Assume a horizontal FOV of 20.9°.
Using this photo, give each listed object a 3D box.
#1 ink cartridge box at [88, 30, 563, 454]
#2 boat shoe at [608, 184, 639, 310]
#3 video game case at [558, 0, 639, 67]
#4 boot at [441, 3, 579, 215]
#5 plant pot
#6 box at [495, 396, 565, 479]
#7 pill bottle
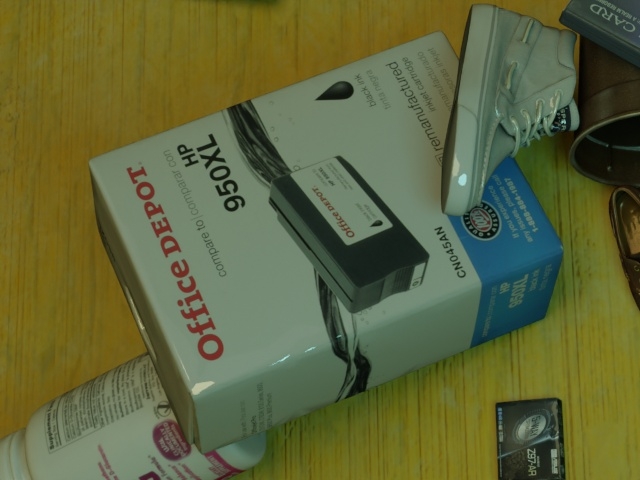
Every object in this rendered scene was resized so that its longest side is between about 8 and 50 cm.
[{"bbox_3d":[0.000,0.000,1.744,0.395,0.166,0.285,-21,66,-11],"label":"ink cartridge box"},{"bbox_3d":[0.330,0.024,1.733,0.064,0.060,0.178,-26,67,16],"label":"boat shoe"},{"bbox_3d":[0.381,-0.258,1.706,0.196,0.026,0.274,31,60,10],"label":"video game case"},{"bbox_3d":[0.189,-0.123,1.667,0.123,0.095,0.258,12,55,0],"label":"boot"},{"bbox_3d":[0.329,-0.161,1.739,0.167,0.167,0.165,-10,64,22],"label":"plant pot"},{"bbox_3d":[0.213,0.204,1.759,0.067,0.018,0.083,-7,73,23],"label":"box"},{"bbox_3d":[-0.215,0.223,1.866,0.283,0.160,0.160,-27,66,16],"label":"pill bottle"}]
